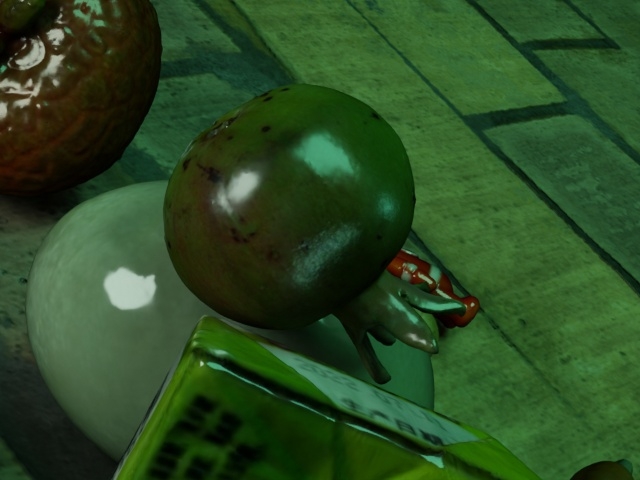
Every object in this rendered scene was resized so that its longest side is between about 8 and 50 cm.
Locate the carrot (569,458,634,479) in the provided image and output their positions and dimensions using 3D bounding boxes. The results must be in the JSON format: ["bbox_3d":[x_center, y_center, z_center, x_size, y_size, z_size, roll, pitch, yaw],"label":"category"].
[{"bbox_3d":[0.230,0.292,1.412,0.069,0.069,0.336,42,38,13],"label":"carrot"}]

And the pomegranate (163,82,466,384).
[{"bbox_3d":[0.000,0.000,1.032,0.224,0.181,0.181,47,29,-12],"label":"pomegranate"}]

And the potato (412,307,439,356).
[{"bbox_3d":[0.044,0.077,1.508,0.170,0.080,0.107,28,35,-13],"label":"potato"}]

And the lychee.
[{"bbox_3d":[-0.276,-0.166,1.387,0.255,0.255,0.300,51,0,26],"label":"lychee"}]

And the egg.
[{"bbox_3d":[-0.073,0.090,1.204,0.352,0.258,0.258,25,31,-2],"label":"egg"}]

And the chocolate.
[{"bbox_3d":[-0.026,0.227,1.029,0.288,0.301,0.137,25,18,-15],"label":"chocolate"}]

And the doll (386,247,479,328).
[{"bbox_3d":[0.058,0.019,1.592,0.245,0.076,0.142,34,-9,-1],"label":"doll"}]
